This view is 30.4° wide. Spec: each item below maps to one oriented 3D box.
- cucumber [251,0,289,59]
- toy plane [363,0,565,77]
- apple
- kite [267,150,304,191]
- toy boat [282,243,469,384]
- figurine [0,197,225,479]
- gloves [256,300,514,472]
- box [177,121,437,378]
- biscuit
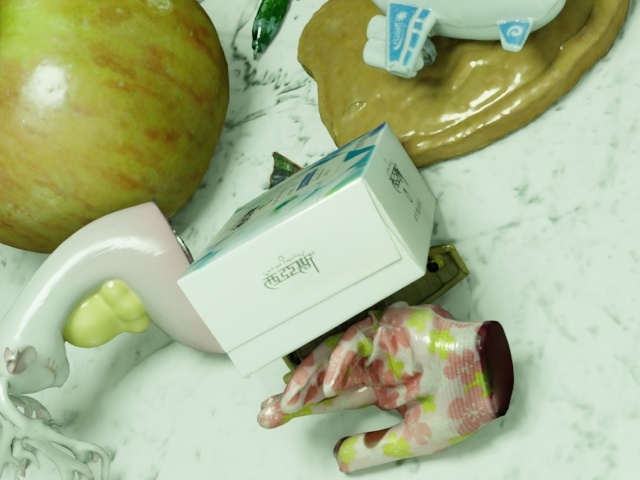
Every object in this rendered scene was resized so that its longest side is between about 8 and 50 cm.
[{"bbox_3d":[-0.064,-0.311,1.577,0.037,0.037,0.155,0,61,35],"label":"cucumber"},{"bbox_3d":[0.149,-0.279,1.262,0.267,0.122,0.267,-19,50,24],"label":"toy plane"},{"bbox_3d":[-0.296,-0.170,1.457,0.400,0.333,0.400,-27,52,41],"label":"apple"},{"bbox_3d":[-0.047,-0.034,1.393,0.159,0.010,0.190,-13,52,30],"label":"kite"},{"bbox_3d":[0.047,0.075,1.197,0.226,0.068,0.088,-30,9,11],"label":"toy boat"},{"bbox_3d":[-0.261,0.150,1.286,0.315,0.284,0.206,-25,33,-14],"label":"figurine"},{"bbox_3d":[0.056,0.136,1.125,0.241,0.145,0.126,-5,49,28],"label":"gloves"},{"bbox_3d":[-0.002,-0.002,1.174,0.203,0.116,0.274,-30,10,16],"label":"box"},{"bbox_3d":[0.155,-0.255,1.367,0.385,0.062,0.365,-34,46,11],"label":"biscuit"}]
